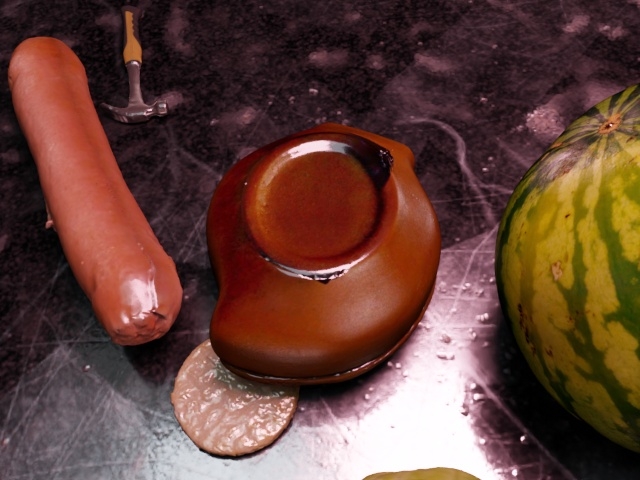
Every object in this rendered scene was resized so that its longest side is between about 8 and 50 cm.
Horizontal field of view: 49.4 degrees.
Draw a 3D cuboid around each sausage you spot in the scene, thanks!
[{"bbox_3d":[-0.246,-0.065,0.730,0.094,0.094,0.419,-40,60,14],"label":"sausage"}]

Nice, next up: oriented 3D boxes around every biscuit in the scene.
[{"bbox_3d":[-0.077,0.136,0.633,0.120,0.015,0.120,-2,58,3],"label":"biscuit"}]

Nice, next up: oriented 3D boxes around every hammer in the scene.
[{"bbox_3d":[-0.237,-0.223,0.869,0.078,0.021,0.201,-12,57,-4],"label":"hammer"}]

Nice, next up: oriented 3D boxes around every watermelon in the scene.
[{"bbox_3d":[0.277,0.022,0.527,0.284,0.285,0.285,-2,58,3],"label":"watermelon"}]

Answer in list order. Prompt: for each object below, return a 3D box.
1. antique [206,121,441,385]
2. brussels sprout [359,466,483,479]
[{"bbox_3d":[0.000,0.000,0.643,0.223,0.129,0.278,22,56,16],"label":"antique"},{"bbox_3d":[0.084,0.237,0.497,0.145,0.131,0.183,-44,64,3],"label":"brussels sprout"}]
